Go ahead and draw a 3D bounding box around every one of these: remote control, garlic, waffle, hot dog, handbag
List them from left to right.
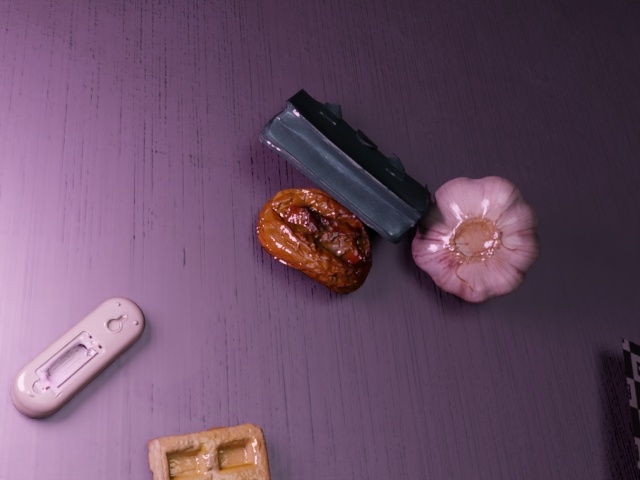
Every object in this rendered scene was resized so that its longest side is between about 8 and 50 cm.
[{"bbox_3d":[-0.339,0.160,1.005,0.078,0.042,0.221,46,52,0],"label":"remote control"},{"bbox_3d":[-0.140,0.395,0.985,0.168,0.057,0.274,1,65,-30],"label":"waffle"},{"bbox_3d":[-0.002,0.003,1.249,0.227,0.099,0.160,30,57,-16],"label":"hot dog"},{"bbox_3d":[0.057,-0.149,1.315,0.326,0.089,0.238,37,23,-6],"label":"handbag"},{"bbox_3d":[0.317,-0.007,1.402,0.245,0.245,0.253,57,16,8],"label":"garlic"}]

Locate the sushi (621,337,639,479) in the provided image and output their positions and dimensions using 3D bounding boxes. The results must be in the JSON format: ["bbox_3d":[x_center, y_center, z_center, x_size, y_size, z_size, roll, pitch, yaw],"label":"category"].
[{"bbox_3d":[0.737,0.424,1.469,0.343,0.064,0.359,23,55,-22],"label":"sushi"}]
